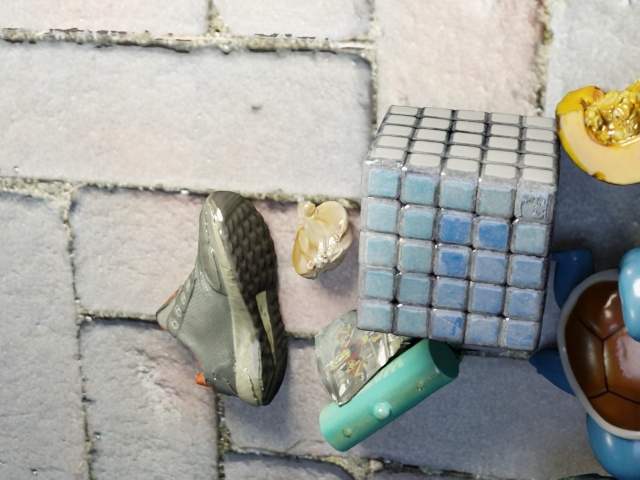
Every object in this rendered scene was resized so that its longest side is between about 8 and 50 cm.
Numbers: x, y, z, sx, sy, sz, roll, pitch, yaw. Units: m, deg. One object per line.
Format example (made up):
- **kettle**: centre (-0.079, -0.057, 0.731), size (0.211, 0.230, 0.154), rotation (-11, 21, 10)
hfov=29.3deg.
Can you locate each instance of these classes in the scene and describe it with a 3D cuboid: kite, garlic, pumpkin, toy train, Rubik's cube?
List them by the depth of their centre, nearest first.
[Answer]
- **pumpkin**: centre (0.423, -0.152, 1.502), size (0.248, 0.131, 0.126), rotation (-17, 102, 24)
- **Rubik's cube**: centre (0.177, -0.024, 1.551), size (0.236, 0.238, 0.237), rotation (5, 116, 7)
- **garlic**: centre (0.004, 0.003, 1.690), size (0.074, 0.094, 0.113), rotation (10, 119, -40)
- **kite**: centre (0.088, 0.121, 1.716), size (0.245, 0.141, 0.015), rotation (-38, 137, 16)
- **toy train**: centre (0.101, 0.207, 1.725), size (0.248, 0.159, 0.101), rotation (-38, 98, 26)

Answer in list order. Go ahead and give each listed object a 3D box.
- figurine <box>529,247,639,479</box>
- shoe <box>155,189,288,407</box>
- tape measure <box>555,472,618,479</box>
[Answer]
- **figurine**: centre (0.429, 0.129, 1.609), size (0.297, 0.243, 0.416), rotation (-8, 134, 5)
- **shoe**: centre (-0.156, 0.080, 1.743), size (0.171, 0.132, 0.337), rotation (2, 119, 21)
- **tape measure**: centre (0.398, 0.467, 1.724), size (0.147, 0.256, 0.275), rotation (-13, 75, 12)
